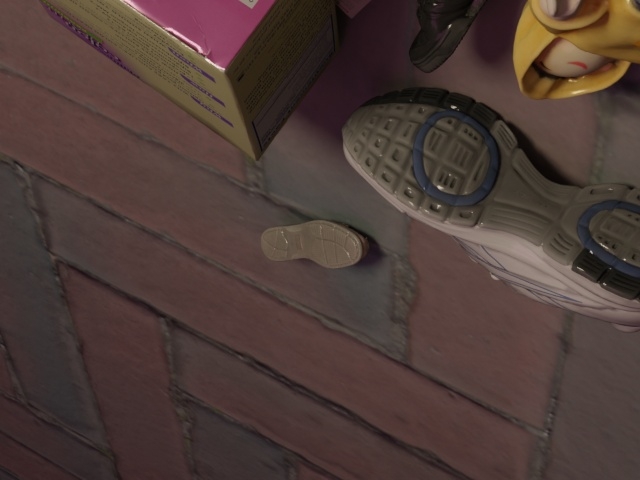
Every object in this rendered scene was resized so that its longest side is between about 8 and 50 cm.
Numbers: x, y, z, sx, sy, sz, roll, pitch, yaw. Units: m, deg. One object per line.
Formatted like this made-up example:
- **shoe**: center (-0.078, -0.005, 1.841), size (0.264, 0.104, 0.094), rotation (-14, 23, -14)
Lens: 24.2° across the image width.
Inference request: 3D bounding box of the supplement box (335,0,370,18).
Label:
- **supplement box**: center (0.030, -0.208, 1.059), size (0.062, 0.036, 0.098), rotation (42, 150, -9)

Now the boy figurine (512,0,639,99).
- **boy figurine**: center (0.194, -0.132, 0.877), size (0.177, 0.092, 0.285), rotation (2, -179, -27)

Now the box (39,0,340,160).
- **box**: center (-0.106, -0.188, 1.071), size (0.213, 0.117, 0.243), rotation (35, 172, 9)

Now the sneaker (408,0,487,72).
- **sneaker**: center (0.081, -0.193, 0.987), size (0.089, 0.051, 0.170), rotation (30, 132, -10)

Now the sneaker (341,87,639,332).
- **sneaker**: center (0.143, -0.011, 1.148), size (0.297, 0.111, 0.129), rotation (31, 156, 14)

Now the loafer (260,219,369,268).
- **loafer**: center (0.000, 0.000, 1.392), size (0.125, 0.039, 0.045), rotation (3, 102, 42)
